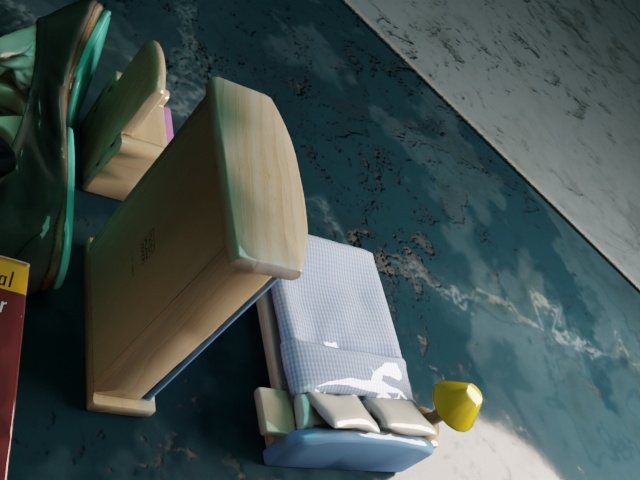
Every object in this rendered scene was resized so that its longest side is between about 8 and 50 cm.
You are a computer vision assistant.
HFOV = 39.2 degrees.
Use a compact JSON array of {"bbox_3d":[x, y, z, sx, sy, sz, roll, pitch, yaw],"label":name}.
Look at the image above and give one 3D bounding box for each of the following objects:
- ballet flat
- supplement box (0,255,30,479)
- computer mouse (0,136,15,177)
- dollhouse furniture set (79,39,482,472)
[{"bbox_3d":[-0.214,-0.091,0.653,0.096,0.095,0.281,14,48,-19],"label":"ballet flat"},{"bbox_3d":[-0.257,0.097,0.416,0.191,0.129,0.194,18,47,-32],"label":"supplement box"},{"bbox_3d":[-0.288,-0.073,0.469,0.184,0.060,0.262,36,8,5],"label":"computer mouse"},{"bbox_3d":[0.000,0.000,0.687,0.303,0.198,0.286,16,48,-35],"label":"dollhouse furniture set"}]
